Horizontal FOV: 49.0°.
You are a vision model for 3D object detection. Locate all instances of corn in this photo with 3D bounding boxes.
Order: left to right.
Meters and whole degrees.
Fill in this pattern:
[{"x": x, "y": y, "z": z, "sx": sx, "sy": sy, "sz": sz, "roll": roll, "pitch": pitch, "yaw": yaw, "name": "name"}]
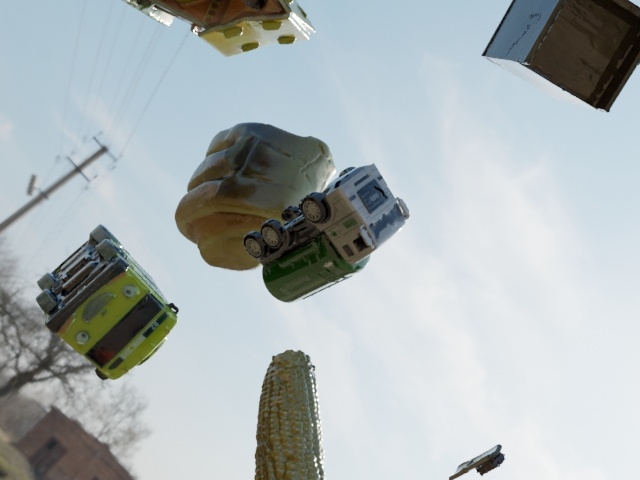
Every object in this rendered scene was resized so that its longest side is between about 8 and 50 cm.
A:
[{"x": -0.033, "y": 0.250, "z": 0.781, "sx": 0.086, "sy": 0.288, "sz": 0.086, "roll": -2, "pitch": -46, "yaw": -2, "name": "corn"}]

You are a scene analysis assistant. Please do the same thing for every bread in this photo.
[{"x": -0.167, "y": -0.103, "z": 1.537, "sx": 0.300, "sy": 0.341, "sz": 0.210, "roll": 12, "pitch": -32, "yaw": 30, "name": "bread"}]

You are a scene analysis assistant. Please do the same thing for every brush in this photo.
[{"x": 0.318, "y": 0.464, "z": 1.433, "sx": 0.036, "sy": 0.043, "sz": 0.248, "roll": 52, "pitch": -25, "yaw": 17, "name": "brush"}]

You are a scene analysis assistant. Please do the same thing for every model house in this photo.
[{"x": -0.150, "y": -0.506, "z": 1.233, "sx": 0.323, "sy": 0.340, "sz": 0.300, "roll": 28, "pitch": 7, "yaw": 10, "name": "model house"}]

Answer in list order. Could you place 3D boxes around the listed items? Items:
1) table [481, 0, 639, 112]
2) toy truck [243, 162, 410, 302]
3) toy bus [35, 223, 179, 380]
[{"x": 0.401, "y": -0.331, "z": 1.133, "sx": 0.169, "sy": 0.172, "sz": 0.193, "roll": 26, "pitch": 13, "yaw": -13, "name": "table"}, {"x": 0.000, "y": 0.000, "z": 0.923, "sx": 0.242, "sy": 0.101, "sz": 0.125, "roll": -31, "pitch": -87, "yaw": 47, "name": "toy truck"}, {"x": -0.289, "y": 0.080, "z": 0.959, "sx": 0.150, "sy": 0.128, "sz": 0.262, "roll": 50, "pitch": -10, "yaw": -21, "name": "toy bus"}]
